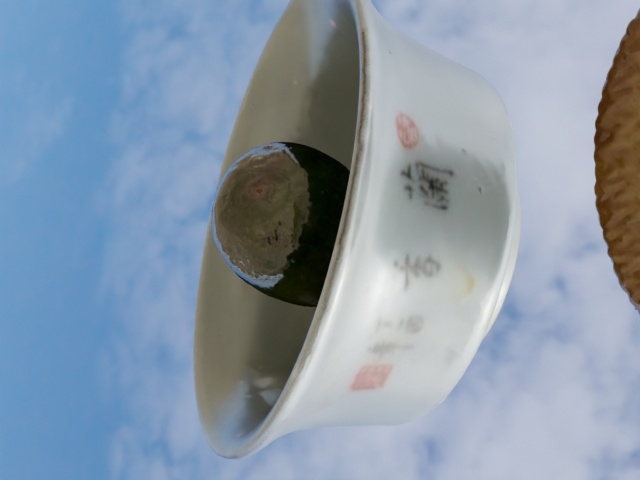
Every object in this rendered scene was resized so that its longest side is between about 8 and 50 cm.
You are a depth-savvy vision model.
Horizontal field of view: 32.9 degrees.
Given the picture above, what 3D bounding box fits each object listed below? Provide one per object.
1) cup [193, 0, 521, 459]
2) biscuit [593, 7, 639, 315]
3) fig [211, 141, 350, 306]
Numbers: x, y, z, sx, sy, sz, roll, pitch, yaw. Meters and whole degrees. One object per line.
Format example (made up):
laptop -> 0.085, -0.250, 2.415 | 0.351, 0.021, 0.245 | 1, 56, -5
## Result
cup -> 0.032, -0.005, 0.789 | 0.347, 0.163, 0.347 | -167, -90, -71
biscuit -> 0.283, -0.040, 0.577 | 0.305, 0.038, 0.305 | 9, -77, 42
fig -> 0.000, 0.000, 0.782 | 0.117, 0.177, 0.117 | -15, -118, 30
